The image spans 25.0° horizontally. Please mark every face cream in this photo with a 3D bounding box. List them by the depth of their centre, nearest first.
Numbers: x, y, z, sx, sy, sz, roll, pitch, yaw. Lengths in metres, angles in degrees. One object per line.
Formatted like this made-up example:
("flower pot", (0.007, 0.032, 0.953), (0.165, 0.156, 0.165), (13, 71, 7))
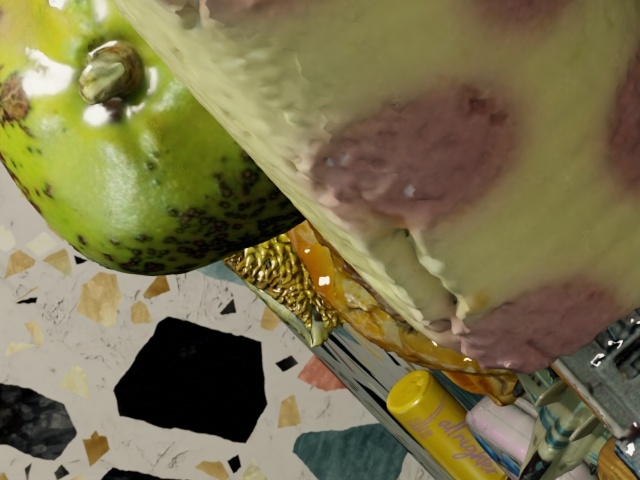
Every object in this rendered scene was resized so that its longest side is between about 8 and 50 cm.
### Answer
("face cream", (0.201, 0.292, 1.985), (0.273, 0.078, 0.078), (48, 172, -23))

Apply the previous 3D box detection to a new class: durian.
("durian", (-0.044, -0.032, 1.275), (0.237, 0.138, 0.193), (45, 177, -27))

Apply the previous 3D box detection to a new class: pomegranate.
("pomegranate", (-0.087, -0.113, 0.807), (0.204, 0.222, 0.276), (30, -160, -30))

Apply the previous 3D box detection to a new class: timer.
("timer", (0.246, 0.242, 1.485), (0.191, 0.069, 0.208), (48, 171, -24))

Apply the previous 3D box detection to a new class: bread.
("bread", (0.003, -0.112, 0.491), (0.338, 0.155, 0.187), (48, -179, -41))

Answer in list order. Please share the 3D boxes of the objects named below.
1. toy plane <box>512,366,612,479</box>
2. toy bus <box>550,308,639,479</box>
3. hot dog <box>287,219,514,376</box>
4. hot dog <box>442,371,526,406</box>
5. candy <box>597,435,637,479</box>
("toy plane", (0.192, 0.148, 1.122), (0.192, 0.088, 0.262), (45, 159, 18))
("toy bus", (0.162, 0.050, 0.811), (0.268, 0.092, 0.106), (46, -177, -18))
("hot dog", (0.060, 0.009, 0.994), (0.259, 0.114, 0.175), (42, 162, 20))
("hot dog", (0.092, 0.040, 1.185), (0.269, 0.072, 0.115), (51, 171, -32))
("candy", (0.310, 0.233, 0.972), (0.271, 0.101, 0.143), (38, -176, -14))
